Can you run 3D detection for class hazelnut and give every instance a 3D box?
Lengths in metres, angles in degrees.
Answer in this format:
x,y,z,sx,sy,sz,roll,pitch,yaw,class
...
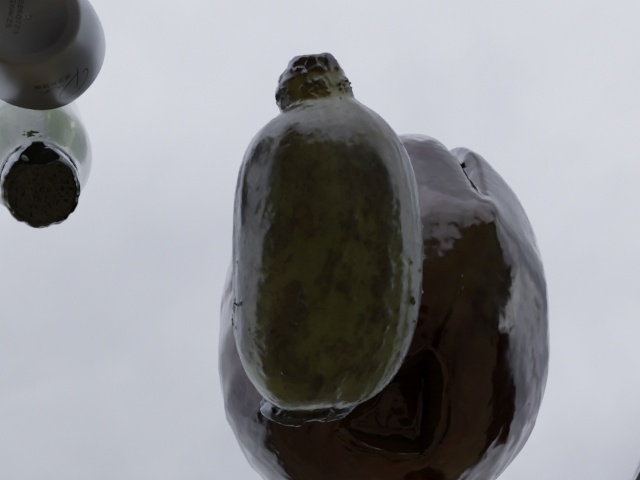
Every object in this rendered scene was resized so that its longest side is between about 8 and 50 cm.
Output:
x,y,z,sx,sy,sz,roll,pitch,yaw,class
0.085,0.105,1.384,0.402,0.429,0.402,6,-49,7,hazelnut

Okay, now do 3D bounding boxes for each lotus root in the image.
x,y,z,sx,sy,sz,roll,pitch,yaw,class
0.000,0.000,1.037,0.173,0.173,0.309,0,-80,-5,lotus root

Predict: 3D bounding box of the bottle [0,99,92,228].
x,y,z,sx,sy,sz,roll,pitch,yaw,class
-0.274,-0.083,1.190,0.112,0.260,0.112,-5,-69,-14,bottle

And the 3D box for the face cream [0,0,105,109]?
x,y,z,sx,sy,sz,roll,pitch,yaw,class
-0.247,-0.175,1.082,0.117,0.117,0.104,1,-12,-4,face cream

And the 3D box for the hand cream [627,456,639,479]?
x,y,z,sx,sy,sz,roll,pitch,yaw,class
0.341,0.221,1.303,0.050,0.079,0.275,18,-74,-13,hand cream
